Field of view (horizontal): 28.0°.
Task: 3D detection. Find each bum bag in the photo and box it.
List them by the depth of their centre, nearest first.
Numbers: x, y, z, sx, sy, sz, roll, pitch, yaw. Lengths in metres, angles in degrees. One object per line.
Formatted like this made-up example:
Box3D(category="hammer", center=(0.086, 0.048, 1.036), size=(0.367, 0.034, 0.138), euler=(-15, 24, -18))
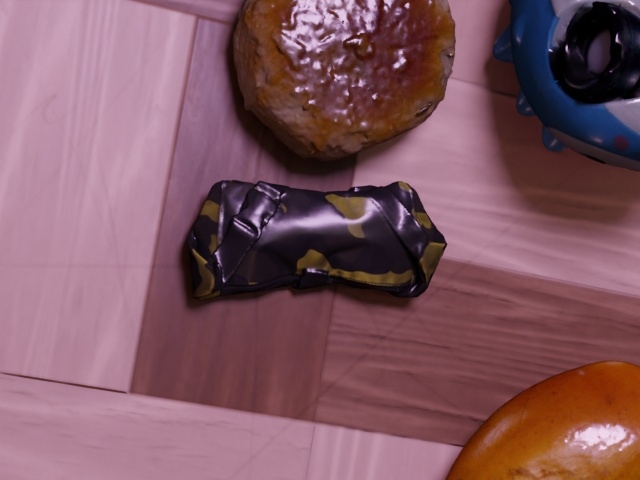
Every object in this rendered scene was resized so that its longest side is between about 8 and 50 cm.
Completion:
Box3D(category="bum bag", center=(0.000, 0.000, 1.114), size=(0.232, 0.060, 0.107), euler=(-2, 95, -15))

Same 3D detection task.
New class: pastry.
Box3D(category="pastry", center=(0.023, -0.165, 1.118), size=(0.192, 0.093, 0.182), euler=(-13, 93, -19))

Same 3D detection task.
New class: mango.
Box3D(category="mango", center=(0.202, 0.220, 1.127), size=(0.257, 0.138, 0.187), euler=(-20, 110, -14))

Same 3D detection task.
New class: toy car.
Box3D(category="toy car", center=(0.253, -0.163, 1.135), size=(0.188, 0.190, 0.255), euler=(10, 53, -30))
